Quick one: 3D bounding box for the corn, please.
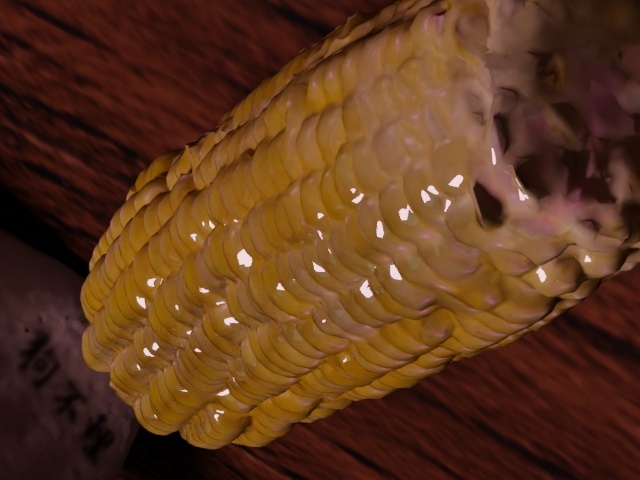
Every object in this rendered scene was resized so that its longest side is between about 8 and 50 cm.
[{"bbox_3d":[0.000,0.000,0.440,0.086,0.086,0.288,47,157,-5],"label":"corn"}]

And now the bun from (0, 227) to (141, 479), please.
[{"bbox_3d":[-0.164,0.071,0.752,0.263,0.175,0.263,-21,-90,-79],"label":"bun"}]
